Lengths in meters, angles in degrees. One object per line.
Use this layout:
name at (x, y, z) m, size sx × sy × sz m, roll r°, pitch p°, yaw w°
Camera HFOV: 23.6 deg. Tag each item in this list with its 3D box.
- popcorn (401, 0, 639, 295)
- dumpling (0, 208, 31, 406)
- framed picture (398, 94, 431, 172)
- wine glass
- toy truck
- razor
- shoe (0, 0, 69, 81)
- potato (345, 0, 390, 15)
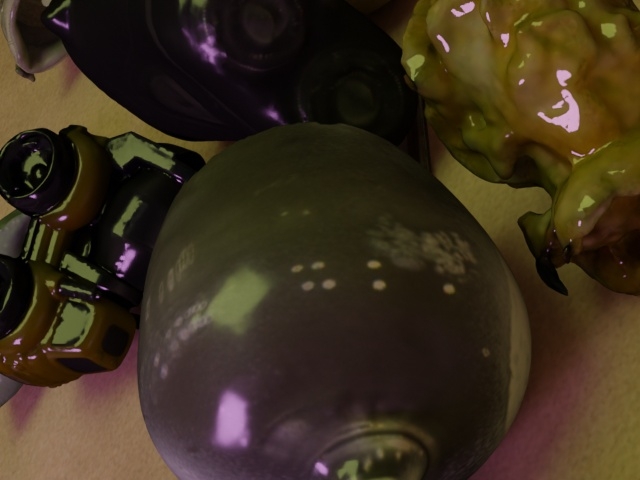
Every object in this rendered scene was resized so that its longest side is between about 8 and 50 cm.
popcorn at (0.142, -0.080, 0.845) m, size 0.174 × 0.168 × 0.195 m, roll -23°, pitch 50°, yaw -5°
dumpling at (-0.283, 0.063, 1.417) m, size 0.105 × 0.149 × 0.216 m, roll 15°, pitch 86°, yaw 18°
framed picture at (0.000, 0.000, 1.125) m, size 0.231 × 0.010 × 0.173 m, roll -36°, pitch 41°, yaw 37°
wine glass at (0.015, 0.097, 0.842) m, size 0.238 × 0.238 × 0.323 m, roll -46°, pitch 35°, yaw 25°
toy truck at (-0.189, 0.018, 1.277) m, size 0.165 × 0.147 × 0.224 m, roll 11°, pitch 74°, yaw 28°
razor at (-0.074, -0.143, 1.139) m, size 0.113 × 0.204 × 0.349 m, roll -57°, pitch 26°, yaw -8°
shoe at (-0.227, -0.309, 1.564) m, size 0.342 × 0.132 × 0.210 m, roll -42°, pitch 42°, yaw 36°
potato at (0.012, -0.218, 1.177) m, size 0.147 × 0.112 × 0.112 m, roll -6°, pitch 63°, yaw 44°
